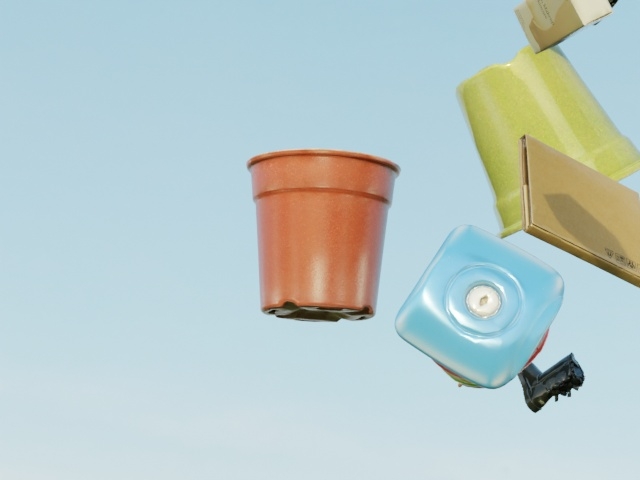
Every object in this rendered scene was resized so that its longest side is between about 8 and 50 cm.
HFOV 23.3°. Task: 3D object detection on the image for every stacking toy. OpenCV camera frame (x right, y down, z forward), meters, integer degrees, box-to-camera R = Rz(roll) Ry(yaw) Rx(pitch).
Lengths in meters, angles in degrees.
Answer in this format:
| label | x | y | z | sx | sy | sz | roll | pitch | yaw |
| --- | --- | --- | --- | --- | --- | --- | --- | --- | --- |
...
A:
| label | x | y | z | sx | sy | sz | roll | pitch | yaw |
| --- | --- | --- | --- | --- | --- | --- | --- | --- | --- |
| stacking toy | 0.198 | 0.127 | 1.961 | 0.166 | 0.175 | 0.302 | 30 | -18 | 13 |

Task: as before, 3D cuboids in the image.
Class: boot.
| label | x | y | z | sx | sy | sz | roll | pitch | yaw |
| --- | --- | --- | --- | --- | --- | --- | --- | --- | --- |
| boot | 0.369 | 0.214 | 2.495 | 0.099 | 0.121 | 0.045 | -38 | -61 | 21 |

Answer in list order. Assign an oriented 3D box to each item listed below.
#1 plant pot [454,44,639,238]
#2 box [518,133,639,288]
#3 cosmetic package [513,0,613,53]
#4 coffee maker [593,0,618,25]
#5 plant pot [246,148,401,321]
| label | x | y | z | sx | sy | sz | roll | pitch | yaw |
| --- | --- | --- | --- | --- | --- | --- | --- | --- | --- |
| plant pot | 0.348 | -0.175 | 2.479 | 0.276 | 0.253 | 0.276 | -27 | -2 | -1 |
| box | 0.346 | -0.039 | 2.041 | 0.201 | 0.164 | 0.021 | 24 | -46 | -23 |
| cosmetic package | 0.256 | -0.244 | 1.649 | 0.041 | 0.060 | 0.115 | -27 | -1 | -20 |
| coffee maker | 0.371 | -0.417 | 2.369 | 0.178 | 0.120 | 0.171 | 27 | 5 | -6 |
| plant pot | 0.000 | 0.000 | 2.704 | 0.273 | 0.265 | 0.272 | 2 | -11 | 0 |
